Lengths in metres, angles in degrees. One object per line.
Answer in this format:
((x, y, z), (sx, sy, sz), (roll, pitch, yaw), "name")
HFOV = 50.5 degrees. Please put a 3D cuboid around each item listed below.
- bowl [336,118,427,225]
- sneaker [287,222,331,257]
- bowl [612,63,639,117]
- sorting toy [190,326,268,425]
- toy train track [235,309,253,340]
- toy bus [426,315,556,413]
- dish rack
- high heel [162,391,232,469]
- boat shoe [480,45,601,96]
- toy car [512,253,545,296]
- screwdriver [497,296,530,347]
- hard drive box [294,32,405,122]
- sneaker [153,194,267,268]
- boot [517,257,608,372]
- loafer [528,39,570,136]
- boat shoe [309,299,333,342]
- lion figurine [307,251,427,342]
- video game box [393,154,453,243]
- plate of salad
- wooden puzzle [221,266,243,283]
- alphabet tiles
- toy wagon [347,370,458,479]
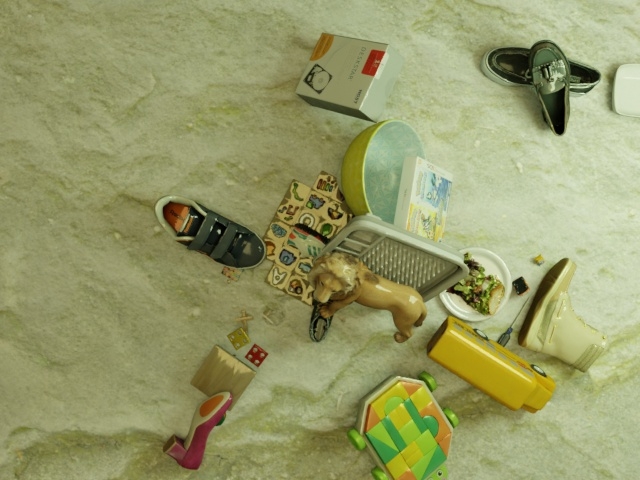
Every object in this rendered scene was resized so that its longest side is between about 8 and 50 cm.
((0.136, -0.165, 1.744), (0.156, 0.289, 0.289), (6, 88, 41), "bowl")
((-0.015, 0.023, 1.808), (0.161, 0.057, 0.075), (32, 112, -4), "sneaker")
((0.847, -0.396, 1.815), (0.142, 0.053, 0.142), (5, 89, 0), "bowl")
((-0.248, 0.351, 1.799), (0.132, 0.046, 0.274), (34, 103, 1), "sorting toy")
((-0.203, 0.228, 1.829), (0.048, 0.014, 0.083), (-8, 94, -7), "toy train track")
((0.442, 0.329, 1.751), (0.333, 0.130, 0.108), (32, 105, 1), "toy bus")
((0.173, 0.043, 1.695), (0.333, 0.285, 0.072), (21, 58, -14), "dish rack")
((-0.292, 0.502, 1.781), (0.244, 0.082, 0.117), (-47, 118, 3), "high heel")
((0.582, -0.451, 1.792), (0.306, 0.105, 0.113), (19, 89, 1), "boat shoe")
((0.566, 0.100, 1.806), (0.122, 0.060, 0.040), (-46, 121, 6), "toy car")
((0.519, 0.222, 1.816), (0.024, 0.025, 0.170), (32, 92, 1), "screwdriver")
((0.073, -0.421, 1.744), (0.232, 0.089, 0.181), (23, 88, 38), "hard drive box")
((-0.295, -0.018, 1.776), (0.321, 0.127, 0.126), (25, 88, 2), "sneaker")
((0.663, 0.196, 1.781), (0.203, 0.095, 0.262), (25, 91, 1), "boot")
((0.593, -0.381, 1.724), (0.096, 0.267, 0.084), (-13, 45, 21), "loafer")
((0.012, 0.179, 1.782), (0.065, 0.083, 0.183), (11, 89, 0), "boat shoe")
((0.135, 0.136, 1.681), (0.392, 0.240, 0.142), (13, 61, -19), "lion figurine")
((0.266, -0.097, 1.750), (0.048, 0.187, 0.205), (5, 84, 43), "video game box")
((0.413, 0.117, 1.809), (0.200, 0.048, 0.200), (0, 89, 1), "plate of salad")
((-0.235, 0.078, 1.835), (0.049, 0.006, 0.083), (29, 89, 1), "wooden puzzle")
((0.000, 0.000, 1.834), (0.285, 0.011, 0.342), (27, 89, 1), "alphabet tiles")
((0.239, 0.517, 1.747), (0.267, 0.068, 0.344), (-34, 97, -19), "toy wagon")
